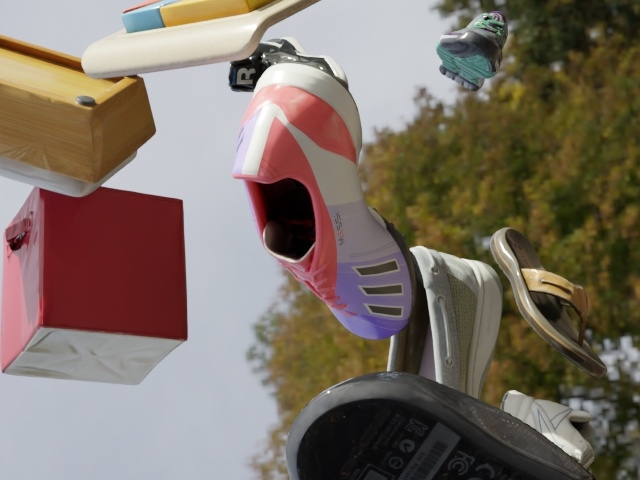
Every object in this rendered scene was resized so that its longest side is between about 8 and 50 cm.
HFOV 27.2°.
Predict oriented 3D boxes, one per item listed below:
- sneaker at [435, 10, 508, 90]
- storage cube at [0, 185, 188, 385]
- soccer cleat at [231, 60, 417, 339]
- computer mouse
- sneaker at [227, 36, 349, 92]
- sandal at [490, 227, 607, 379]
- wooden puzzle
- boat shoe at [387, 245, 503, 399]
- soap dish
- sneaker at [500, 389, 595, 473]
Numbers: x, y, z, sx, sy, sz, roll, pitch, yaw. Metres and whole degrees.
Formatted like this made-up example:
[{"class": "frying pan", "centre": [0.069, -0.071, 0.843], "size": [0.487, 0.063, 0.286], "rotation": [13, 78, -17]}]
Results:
[{"class": "sneaker", "centre": [0.198, -0.256, 1.660], "size": [0.098, 0.083, 0.223], "rotation": [-60, 1, -1]}, {"class": "storage cube", "centre": [-0.287, 0.057, 1.652], "size": [0.214, 0.183, 0.193], "rotation": [7, -117, -27]}, {"class": "soccer cleat", "centre": [0.000, 0.000, 1.096], "size": [0.116, 0.108, 0.318], "rotation": [-63, -30, -32]}, {"class": "computer mouse", "centre": [0.097, 0.175, 0.897], "size": [0.272, 0.188, 0.072], "rotation": [33, -161, -12]}, {"class": "sneaker", "centre": [-0.056, -0.211, 1.758], "size": [0.121, 0.217, 0.079], "rotation": [-9, -65, -23]}, {"class": "sandal", "centre": [0.255, 0.057, 1.441], "size": [0.090, 0.060, 0.219], "rotation": [28, -152, -37]}, {"class": "wooden puzzle", "centre": [-0.069, -0.218, 1.168], "size": [0.238, 0.220, 0.044], "rotation": [-42, -60, -40]}, {"class": "boat shoe", "centre": [0.100, 0.168, 1.322], "size": [0.103, 0.118, 0.321], "rotation": [17, -98, -31]}, {"class": "soap dish", "centre": [-0.368, -0.167, 1.633], "size": [0.229, 0.290, 0.118], "rotation": [-57, -17, -67]}, {"class": "sneaker", "centre": [0.281, 0.287, 1.690], "size": [0.297, 0.129, 0.111], "rotation": [-61, -32, -57]}]
